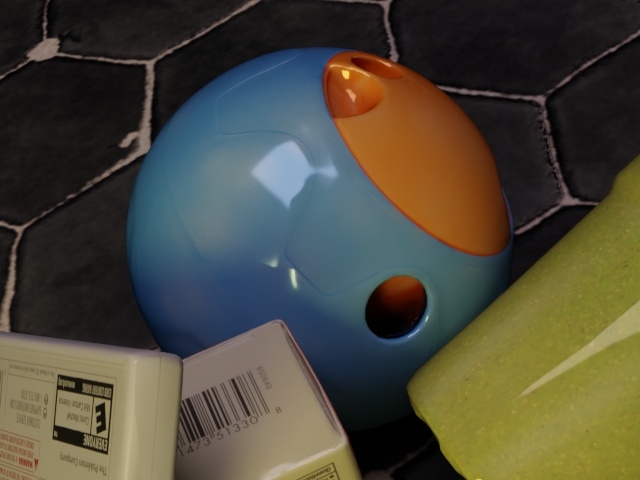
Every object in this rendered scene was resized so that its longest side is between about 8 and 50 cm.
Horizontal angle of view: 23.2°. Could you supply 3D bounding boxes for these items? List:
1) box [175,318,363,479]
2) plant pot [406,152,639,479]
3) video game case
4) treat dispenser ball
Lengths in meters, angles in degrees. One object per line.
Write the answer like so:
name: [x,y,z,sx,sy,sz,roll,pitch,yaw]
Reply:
box: [-0.042,0.191,1.012,0.149,0.232,0.127,-24,41,-7]
plant pot: [0.205,0.098,1.026,0.254,0.276,0.276,-34,42,-1]
video game case: [-0.174,0.209,0.951,0.036,0.300,0.329,6,-4,-30]
treat dispenser ball: [0.000,0.000,1.161,0.288,0.288,0.288,-11,42,10]
